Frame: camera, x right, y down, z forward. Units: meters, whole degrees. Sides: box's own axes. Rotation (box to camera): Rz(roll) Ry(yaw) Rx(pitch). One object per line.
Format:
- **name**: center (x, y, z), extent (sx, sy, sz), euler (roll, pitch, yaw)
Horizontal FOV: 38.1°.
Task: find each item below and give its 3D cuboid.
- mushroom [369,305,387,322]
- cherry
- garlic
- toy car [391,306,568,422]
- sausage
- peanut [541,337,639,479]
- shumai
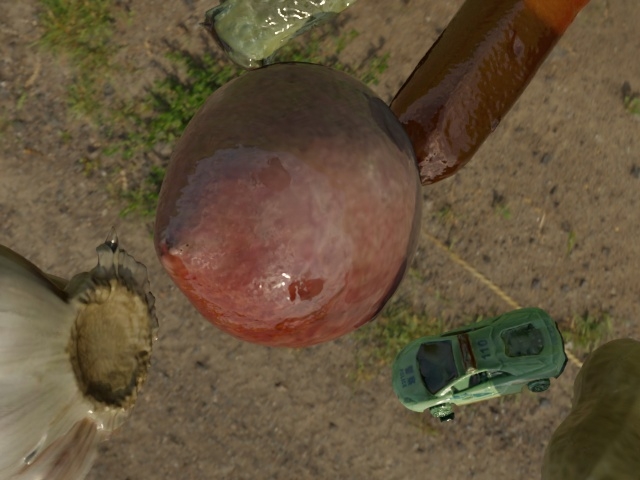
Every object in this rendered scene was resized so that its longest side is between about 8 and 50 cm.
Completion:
- **mushroom**: center (0.000, 0.000, 1.297), extent (0.217, 0.148, 0.227), euler (2, 91, -3)
- **cherry**: center (-0.019, -0.023, 0.742), extent (0.206, 0.239, 0.239), euler (3, 122, 1)
- **garlic**: center (-0.215, 0.045, 0.658), extent (0.207, 0.257, 0.207), euler (-11, 142, -8)
- **toy car**: center (0.161, 0.127, 0.967), extent (0.186, 0.093, 0.058), euler (-17, 149, 13)
- **sausage**: center (0.170, -0.195, 0.886), extent (0.097, 0.348, 0.094), euler (20, 159, 49)
- **peanut**: center (0.291, 0.208, 0.920), extent (0.130, 0.290, 0.130), euler (19, 131, 23)
- **shumai**: center (-0.056, -0.369, 1.371), extent (0.225, 0.222, 0.260), euler (21, 161, -11)
